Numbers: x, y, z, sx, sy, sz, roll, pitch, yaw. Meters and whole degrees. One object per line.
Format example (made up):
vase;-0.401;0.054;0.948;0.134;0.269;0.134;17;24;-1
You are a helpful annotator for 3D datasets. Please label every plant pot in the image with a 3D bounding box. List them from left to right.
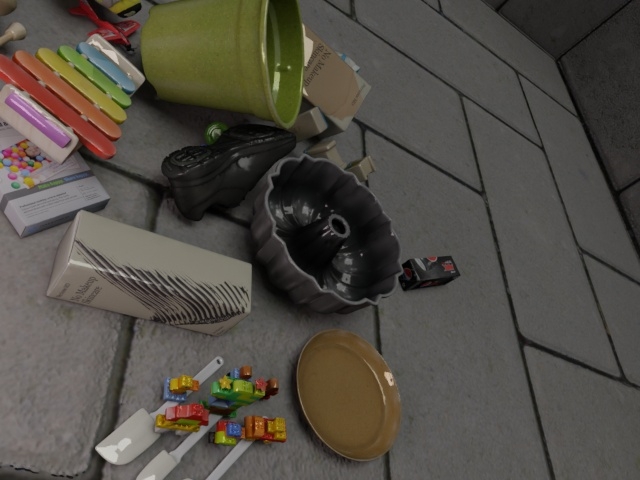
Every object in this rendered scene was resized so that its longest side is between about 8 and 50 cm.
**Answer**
plant pot;-0.183;-0.352;1.069;0.253;0.276;0.276;3;46;11
plant pot;0.047;0.274;1.013;0.236;0.032;0.236;24;48;-29

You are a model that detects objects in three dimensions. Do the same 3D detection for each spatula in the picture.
spatula;-0.179;0.285;0.813;0.168;0.019;0.242;51;37;2

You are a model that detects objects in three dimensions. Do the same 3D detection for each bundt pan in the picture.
bundt pan;0.000;0.000;1.106;0.330;0.124;0.331;24;48;-29

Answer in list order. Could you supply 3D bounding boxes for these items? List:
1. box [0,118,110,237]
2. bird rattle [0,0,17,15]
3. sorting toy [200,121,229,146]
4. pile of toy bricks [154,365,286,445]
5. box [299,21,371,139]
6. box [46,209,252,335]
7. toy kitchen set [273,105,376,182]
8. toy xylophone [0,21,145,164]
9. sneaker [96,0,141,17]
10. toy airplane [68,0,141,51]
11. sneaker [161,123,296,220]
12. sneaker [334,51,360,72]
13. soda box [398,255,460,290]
box;-0.433;-0.109;0.858;0.186;0.038;0.145;53;39;5
bird rattle;-0.539;-0.430;0.858;0.143;0.253;0.207;-28;76;-12
sorting toy;-0.200;-0.179;1.109;0.042;0.061;0.102;-34;125;-79
pile of toy bricks;-0.121;0.227;0.817;0.212;0.105;0.118;21;46;-34
box;-0.052;-0.386;1.294;0.311;0.121;0.148;35;74;-24
box;-0.246;0.057;0.849;0.275;0.113;0.094;19;51;-30
toy kitchen set;0.012;-0.208;1.308;0.166;0.122;0.207;-47;116;-50
toy xylophone;-0.413;-0.246;0.893;0.236;0.081;0.323;38;28;-28
sneaker;-0.465;-0.586;1.141;0.147;0.145;0.385;65;0;-58
toy airplane;-0.424;-0.422;1.108;0.151;0.028;0.151;29;39;-26
sneaker;-0.160;-0.132;1.052;0.286;0.130;0.109;-29;39;-34
sneaker;0.023;-0.439;1.498;0.092;0.087;0.229;41;34;0
soda box;0.254;0.075;1.335;0.169;0.053;0.060;-2;63;-44
